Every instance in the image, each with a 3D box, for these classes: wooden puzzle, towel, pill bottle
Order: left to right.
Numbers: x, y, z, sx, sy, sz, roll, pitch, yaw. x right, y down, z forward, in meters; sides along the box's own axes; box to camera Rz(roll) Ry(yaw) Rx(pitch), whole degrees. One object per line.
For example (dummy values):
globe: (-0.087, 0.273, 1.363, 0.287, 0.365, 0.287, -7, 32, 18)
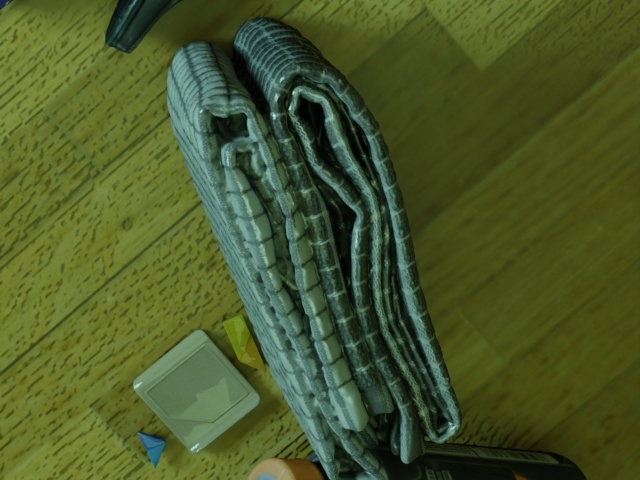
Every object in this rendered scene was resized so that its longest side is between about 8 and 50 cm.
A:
wooden puzzle: (-0.090, 0.110, 1.433, 0.116, 0.014, 0.078, -32, 103, 3)
towel: (0.000, 0.000, 1.299, 0.121, 0.235, 0.283, -23, 107, -4)
pill bottle: (0.066, 0.205, 1.383, 0.246, 0.130, 0.130, 8, 106, -29)

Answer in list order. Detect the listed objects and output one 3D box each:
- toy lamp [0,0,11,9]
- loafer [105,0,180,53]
toy lamp: (-0.286, -0.267, 1.266, 0.080, 0.080, 0.274, -41, 106, 5)
loafer: (-0.080, -0.189, 1.324, 0.061, 0.062, 0.170, 37, 100, -20)
